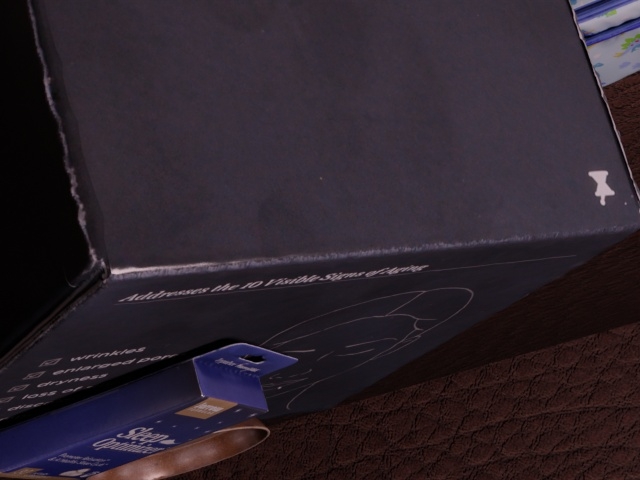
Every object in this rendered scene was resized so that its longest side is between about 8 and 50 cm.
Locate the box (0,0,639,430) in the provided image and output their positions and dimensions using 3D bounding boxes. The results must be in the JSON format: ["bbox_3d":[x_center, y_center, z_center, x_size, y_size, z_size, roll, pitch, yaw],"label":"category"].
[{"bbox_3d":[-0.096,-0.034,1.266,0.480,0.297,0.472,-5,162,-36],"label":"box"}]

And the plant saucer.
[{"bbox_3d":[-0.128,0.179,1.379,0.168,0.029,0.168,-15,164,-4],"label":"plant saucer"}]

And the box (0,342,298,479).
[{"bbox_3d":[-0.134,0.137,1.219,0.225,0.036,0.136,-22,163,14],"label":"box"}]

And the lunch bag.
[{"bbox_3d":[0.294,-0.226,1.492,0.219,0.090,0.176,-20,159,15],"label":"lunch bag"}]
